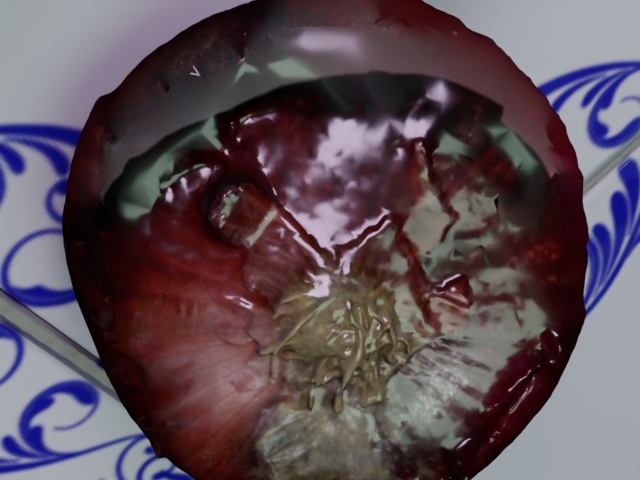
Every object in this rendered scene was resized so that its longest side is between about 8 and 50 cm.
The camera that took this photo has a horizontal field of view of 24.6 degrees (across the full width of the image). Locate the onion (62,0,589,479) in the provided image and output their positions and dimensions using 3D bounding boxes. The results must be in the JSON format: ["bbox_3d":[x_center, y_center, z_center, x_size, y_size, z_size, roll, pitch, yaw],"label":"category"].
[{"bbox_3d":[0.000,0.000,0.764,0.272,0.195,0.272,0,101,-2],"label":"onion"}]
